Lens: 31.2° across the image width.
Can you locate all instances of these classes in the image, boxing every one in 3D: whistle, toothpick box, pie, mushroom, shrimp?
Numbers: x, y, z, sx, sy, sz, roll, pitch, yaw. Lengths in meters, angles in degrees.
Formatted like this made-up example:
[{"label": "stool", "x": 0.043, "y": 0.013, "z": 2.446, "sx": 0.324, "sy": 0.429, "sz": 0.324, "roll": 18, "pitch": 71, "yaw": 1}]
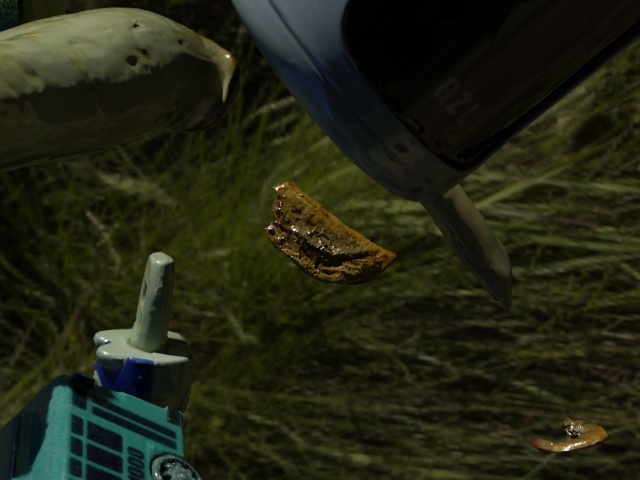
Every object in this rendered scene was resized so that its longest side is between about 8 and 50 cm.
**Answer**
[{"label": "whistle", "x": -0.166, "y": 0.131, "z": 1.065, "sx": 0.110, "sy": 0.092, "sz": 0.244, "roll": -129, "pitch": 45, "yaw": -69}, {"label": "toothpick box", "x": 0.130, "y": -0.225, "z": 0.775, "sx": 0.355, "sy": 0.263, "sz": 0.263, "roll": -37, "pitch": 35, "yaw": 16}, {"label": "pie", "x": 0.000, "y": 0.000, "z": 1.357, "sx": 0.092, "sy": 0.170, "sz": 0.034, "roll": -51, "pitch": -4, "yaw": -22}, {"label": "mushroom", "x": -0.153, "y": -0.086, "z": 0.656, "sx": 0.333, "sy": 0.107, "sz": 0.087, "roll": -32, "pitch": -61, "yaw": -64}, {"label": "shrimp", "x": 0.287, "y": 0.230, "z": 1.352, "sx": 0.114, "sy": 0.083, "sz": 0.023, "roll": -159, "pitch": 58, "yaw": -82}]

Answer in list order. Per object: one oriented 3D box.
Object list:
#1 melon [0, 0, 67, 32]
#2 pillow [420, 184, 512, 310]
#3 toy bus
[{"label": "melon", "x": -0.279, "y": -0.220, "z": 1.218, "sx": 0.064, "sy": 0.209, "sz": 0.118, "roll": 14, "pitch": 68, "yaw": 43}, {"label": "pillow", "x": 0.171, "y": -0.017, "z": 1.384, "sx": 0.053, "sy": 0.208, "sz": 0.119, "roll": -33, "pitch": 21, "yaw": 12}, {"label": "toy bus", "x": -0.167, "y": 0.220, "z": 0.808, "sx": 0.128, "sy": 0.147, "sz": 0.256, "roll": -48, "pitch": 30, "yaw": 21}]
